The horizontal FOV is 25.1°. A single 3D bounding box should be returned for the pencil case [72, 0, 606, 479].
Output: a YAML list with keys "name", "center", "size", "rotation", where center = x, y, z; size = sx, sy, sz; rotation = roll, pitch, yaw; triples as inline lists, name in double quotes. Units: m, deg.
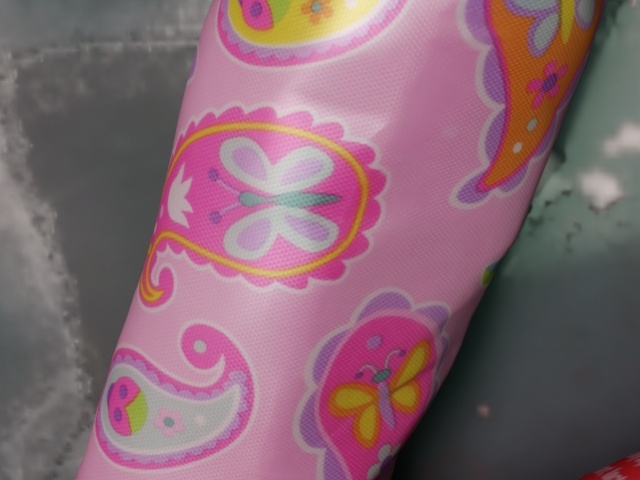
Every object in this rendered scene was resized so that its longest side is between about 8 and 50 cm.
- name: "pencil case"
  center: [0.000, 0.000, 0.480]
  size: [0.124, 0.124, 0.284]
  rotation: [23, 110, 9]

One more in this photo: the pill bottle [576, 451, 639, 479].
- name: "pill bottle"
  center: [0.124, 0.168, 0.394]
  size: [0.407, 0.229, 0.229]
  rotation: [-26, 96, 2]
